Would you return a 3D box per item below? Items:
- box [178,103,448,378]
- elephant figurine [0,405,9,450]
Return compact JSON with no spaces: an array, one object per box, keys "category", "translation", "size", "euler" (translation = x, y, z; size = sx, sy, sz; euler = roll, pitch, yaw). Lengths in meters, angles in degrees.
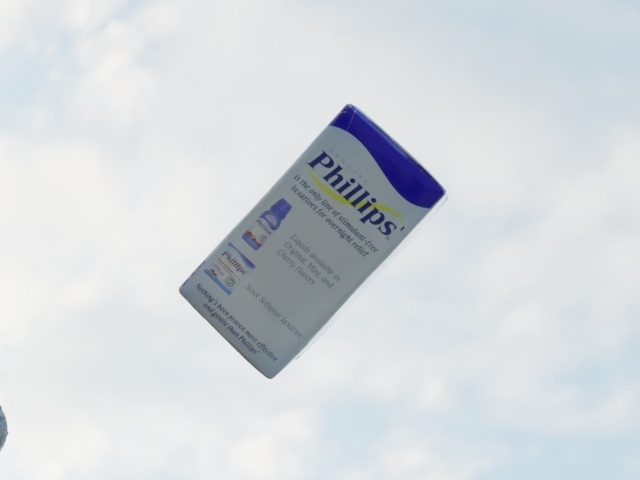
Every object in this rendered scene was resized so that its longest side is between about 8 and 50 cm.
[{"category":"box","translation":[0.000,0.000,0.930],"size":[0.072,0.137,0.126],"euler":[44,4,3]},{"category":"elephant figurine","translation":[-0.166,0.184,0.618],"size":[0.169,0.239,0.186],"euler":[-8,-23,-31]}]
